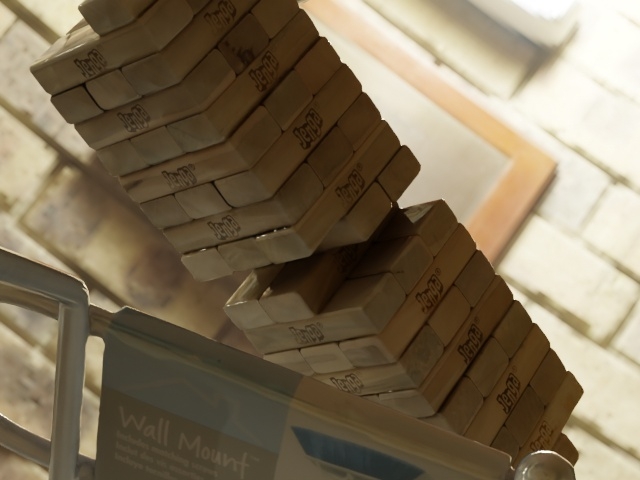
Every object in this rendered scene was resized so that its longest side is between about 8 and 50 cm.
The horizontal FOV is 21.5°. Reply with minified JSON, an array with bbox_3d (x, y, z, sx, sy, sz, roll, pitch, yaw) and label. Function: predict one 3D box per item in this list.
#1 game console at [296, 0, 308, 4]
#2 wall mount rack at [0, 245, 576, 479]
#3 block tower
[{"bbox_3d":[-0.055,-0.240,1.061,0.250,0.293,0.173,59,-40,6],"label":"game console"},{"bbox_3d":[-0.026,0.099,0.650,0.350,0.130,0.304,20,-44,9],"label":"wall mount rack"},{"bbox_3d":[0.000,0.000,0.825,0.097,0.091,0.335,-14,-61,46],"label":"block tower"}]
